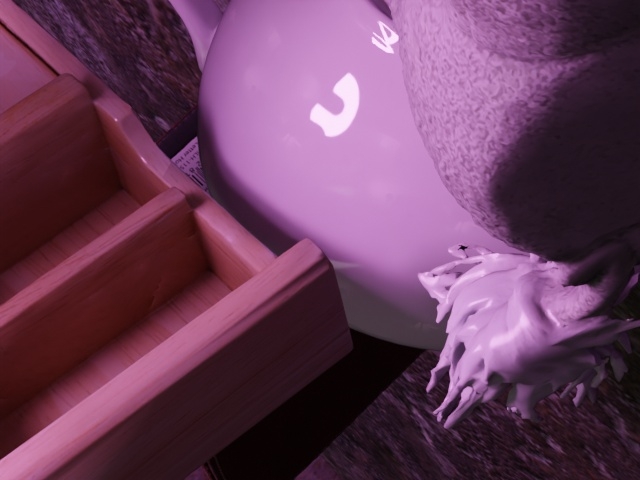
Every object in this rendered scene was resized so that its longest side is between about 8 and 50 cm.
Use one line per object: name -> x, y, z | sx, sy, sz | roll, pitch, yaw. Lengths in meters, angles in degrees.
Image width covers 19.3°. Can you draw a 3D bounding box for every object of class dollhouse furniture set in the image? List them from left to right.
dollhouse furniture set -> -0.161, -0.093, 0.690 | 0.256, 0.362, 0.394 | 41, 158, 35

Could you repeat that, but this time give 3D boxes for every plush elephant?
plush elephant -> 0.099, -0.131, 0.570 | 0.330, 0.272, 0.255 | 123, 146, -47

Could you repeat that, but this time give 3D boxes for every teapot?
teapot -> 0.064, -0.088, 0.862 | 0.187, 0.256, 0.252 | 105, 146, -45

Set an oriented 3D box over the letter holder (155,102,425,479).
letter holder -> 0.000, 0.000, 1.121 | 0.152, 0.302, 0.214 | 42, 168, 18
